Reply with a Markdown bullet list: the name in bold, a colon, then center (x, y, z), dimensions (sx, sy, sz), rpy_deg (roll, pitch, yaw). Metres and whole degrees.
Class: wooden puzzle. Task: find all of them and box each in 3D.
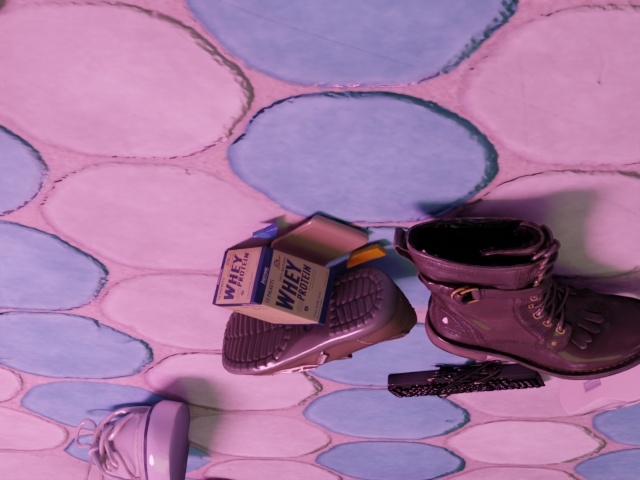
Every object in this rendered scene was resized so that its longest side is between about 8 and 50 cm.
- **wooden puzzle**: center (0.000, 0.000, 1.153), dimensions (0.116, 0.014, 0.078), rpy_deg (25, 142, -38)

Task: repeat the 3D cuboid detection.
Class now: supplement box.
- **supplement box**: center (-0.046, 0.046, 1.178), dimensions (0.083, 0.056, 0.083), rpy_deg (20, 165, -31)

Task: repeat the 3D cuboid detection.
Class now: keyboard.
- **keyboard**: center (0.172, 0.181, 1.478), dimensions (0.192, 0.038, 0.100), rpy_deg (-8, 152, 20)

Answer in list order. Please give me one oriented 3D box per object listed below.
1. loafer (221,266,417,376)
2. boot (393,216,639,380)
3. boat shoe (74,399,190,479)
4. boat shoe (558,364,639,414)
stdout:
- **loafer**: center (-0.004, 0.098, 1.252), dimensions (0.251, 0.094, 0.087), rpy_deg (-15, 147, 42)
- **boot**: center (0.204, 0.050, 1.147), dimensions (0.263, 0.091, 0.229), rpy_deg (2, 155, 7)
- **boat shoe**: center (-0.262, 0.290, 1.660), dimensions (0.156, 0.136, 0.367), rpy_deg (8, 163, -3)
- **boat shoe**: center (0.352, 0.165, 1.404), dimensions (0.063, 0.066, 0.184), rpy_deg (-1, 155, -26)
